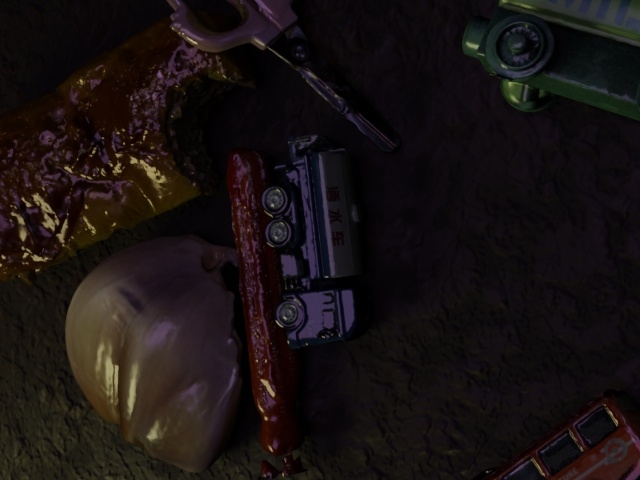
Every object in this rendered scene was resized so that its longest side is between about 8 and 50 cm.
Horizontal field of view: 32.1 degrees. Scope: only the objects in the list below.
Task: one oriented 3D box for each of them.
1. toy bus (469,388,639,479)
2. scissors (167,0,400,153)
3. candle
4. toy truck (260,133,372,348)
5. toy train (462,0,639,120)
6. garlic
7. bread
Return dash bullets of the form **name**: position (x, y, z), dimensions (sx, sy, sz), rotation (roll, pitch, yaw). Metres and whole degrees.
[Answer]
- **toy bus**: position (0.190, 0.227, 0.968), dimensions (0.235, 0.073, 0.096), rotation (-40, 64, 22)
- **scissors**: position (-0.037, -0.200, 1.072), dimensions (0.317, 0.024, 0.160), rotation (45, 65, 5)
- **candle**: position (-0.053, 0.070, 1.102), dimensions (0.048, 0.051, 0.329), rotation (-10, 85, 41)
- **toy truck**: position (0.000, 0.000, 1.067), dimensions (0.088, 0.074, 0.202), rotation (-7, 86, 19)
- **toy train**: position (0.251, -0.170, 0.923), dimensions (0.253, 0.105, 0.157), rotation (23, 87, 26)
- **garlic**: position (-0.172, 0.101, 1.135), dimensions (0.217, 0.110, 0.228), rotation (23, 101, 29)
- **bread**: position (-0.226, -0.089, 1.162), dimensions (0.380, 0.109, 0.185), rotation (-25, 78, 24)
